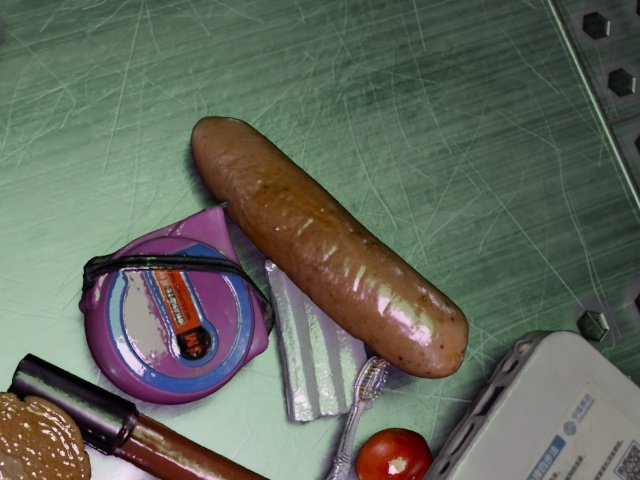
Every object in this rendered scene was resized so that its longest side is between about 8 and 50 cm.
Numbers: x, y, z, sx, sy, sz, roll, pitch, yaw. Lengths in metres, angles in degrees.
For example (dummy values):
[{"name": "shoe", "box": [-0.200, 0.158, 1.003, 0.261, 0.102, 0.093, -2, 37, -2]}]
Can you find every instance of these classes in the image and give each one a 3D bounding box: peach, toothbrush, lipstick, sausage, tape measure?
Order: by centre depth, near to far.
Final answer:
[{"name": "lipstick", "box": [-0.211, 0.272, 1.628, 0.418, 0.077, 0.077, 29, 72, -5]}, {"name": "tape measure", "box": [-0.187, 0.094, 1.644, 0.245, 0.149, 0.231, -21, 91, -24]}, {"name": "toothbrush", "box": [0.007, 0.343, 1.656, 0.035, 0.042, 0.413, 23, 82, -15]}, {"name": "sausage", "box": [-0.002, 0.000, 1.671, 0.501, 0.123, 0.136, 42, 32, 15]}, {"name": "peach", "box": [0.100, 0.296, 1.678, 0.100, 0.101, 0.101, 3, 75, -11]}]

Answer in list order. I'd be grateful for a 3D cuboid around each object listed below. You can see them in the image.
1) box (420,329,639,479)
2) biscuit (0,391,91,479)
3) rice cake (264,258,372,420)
[{"name": "box", "box": [0.332, 0.371, 1.672, 0.396, 0.111, 0.396, 42, 71, -10]}, {"name": "biscuit", "box": [-0.396, 0.296, 1.571, 0.226, 0.042, 0.226, 0, 94, -2]}, {"name": "rice cake", "box": [-0.002, 0.126, 1.726, 0.127, 0.043, 0.237, -9, 79, -15]}]
